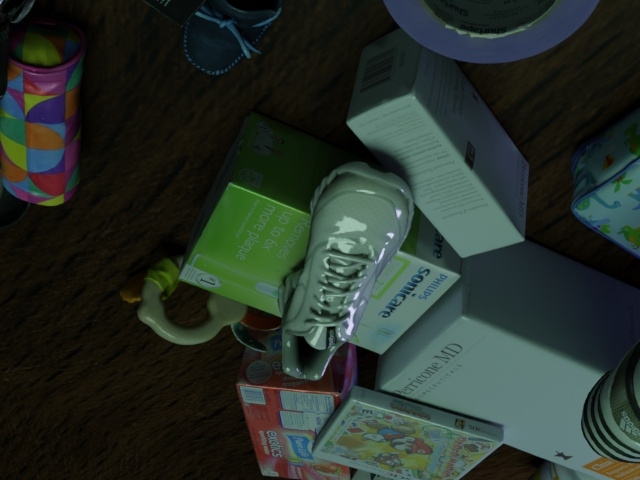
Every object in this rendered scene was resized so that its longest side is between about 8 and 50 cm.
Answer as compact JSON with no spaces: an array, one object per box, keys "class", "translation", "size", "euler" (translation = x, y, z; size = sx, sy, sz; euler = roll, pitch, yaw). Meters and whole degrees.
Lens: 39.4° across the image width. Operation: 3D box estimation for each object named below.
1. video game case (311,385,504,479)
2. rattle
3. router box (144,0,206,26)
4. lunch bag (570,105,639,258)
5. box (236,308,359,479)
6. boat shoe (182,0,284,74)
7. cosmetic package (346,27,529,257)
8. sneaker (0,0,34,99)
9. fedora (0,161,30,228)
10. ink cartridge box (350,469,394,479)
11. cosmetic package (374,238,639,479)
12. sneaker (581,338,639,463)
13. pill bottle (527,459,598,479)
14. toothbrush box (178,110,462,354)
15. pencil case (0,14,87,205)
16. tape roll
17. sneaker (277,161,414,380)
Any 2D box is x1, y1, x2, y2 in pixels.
[{"class":"video game case","translation":[0.111,0.278,1.222],"size":[0.206,0.026,0.227],"euler":[17,145,-5]},{"class":"rattle","translation":[-0.171,0.104,1.266],"size":[0.200,0.130,0.143],"euler":[17,144,-26]},{"class":"router box","translation":[-0.014,-0.320,0.580],"size":[0.081,0.243,0.309],"euler":[32,137,-24]},{"class":"lunch bag","translation":[0.380,-0.069,0.911],"size":[0.176,0.090,0.219],"euler":[27,139,-18]},{"class":"box","translation":[-0.022,0.241,1.362],"size":[0.154,0.142,0.300],"euler":[4,142,10]},{"class":"boat shoe","translation":[-0.079,-0.240,0.819],"size":[0.109,0.089,0.258],"euler":[20,141,-9]},{"class":"cosmetic package","translation":[0.128,-0.098,0.921],"size":[0.085,0.117,0.231],"euler":[-19,133,35]},{"class":"sneaker","translation":[-0.280,-0.248,0.792],"size":[0.112,0.121,0.299],"euler":[15,123,-11]},{"class":"fedora","translation":[-0.544,-0.065,1.111],"size":[0.334,0.152,0.334],"euler":[8,142,6]},{"class":"ink cartridge box","translation":[0.139,0.358,1.408],"size":[0.140,0.082,0.190],"euler":[8,116,-46]},{"class":"cosmetic package","translation":[0.326,0.167,1.164],"size":[0.453,0.161,0.230],"euler":[23,141,-12]},{"class":"sneaker","translation":[0.451,0.095,0.948],"size":[0.448,0.169,0.257],"euler":[-23,165,-20]},{"class":"pill bottle","translation":[0.418,0.390,1.451],"size":[0.117,0.117,0.215],"euler":[13,142,-2]},{"class":"toothbrush box","translation":[0.000,0.000,1.074],"size":[0.283,0.122,0.206],"euler":[21,140,-14]},{"class":"pencil case","translation":[-0.313,-0.142,0.998],"size":[0.104,0.104,0.236],"euler":[17,141,-6]},{"class":"tape roll","translation":[0.145,-0.249,0.759],"size":[0.189,0.080,0.189],"euler":[7,141,5]},{"class":"sneaker","translation":[0.020,0.040,0.934],"size":[0.110,0.118,0.292],"euler":[16,137,-4]}]
